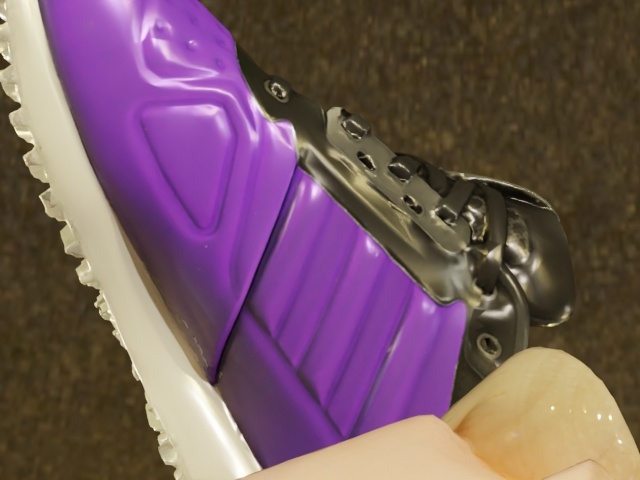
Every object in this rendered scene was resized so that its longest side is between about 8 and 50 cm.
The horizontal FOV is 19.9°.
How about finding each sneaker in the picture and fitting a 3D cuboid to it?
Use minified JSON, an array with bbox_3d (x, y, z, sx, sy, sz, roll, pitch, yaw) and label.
[{"bbox_3d":[0.000,0.000,0.588,0.146,0.102,0.293,-23,97,-2],"label":"sneaker"}]

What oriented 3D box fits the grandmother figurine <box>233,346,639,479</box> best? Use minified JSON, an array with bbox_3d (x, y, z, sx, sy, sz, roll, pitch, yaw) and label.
[{"bbox_3d":[-0.069,0.120,0.358,0.342,0.208,0.104,-20,166,-35],"label":"grandmother figurine"}]
